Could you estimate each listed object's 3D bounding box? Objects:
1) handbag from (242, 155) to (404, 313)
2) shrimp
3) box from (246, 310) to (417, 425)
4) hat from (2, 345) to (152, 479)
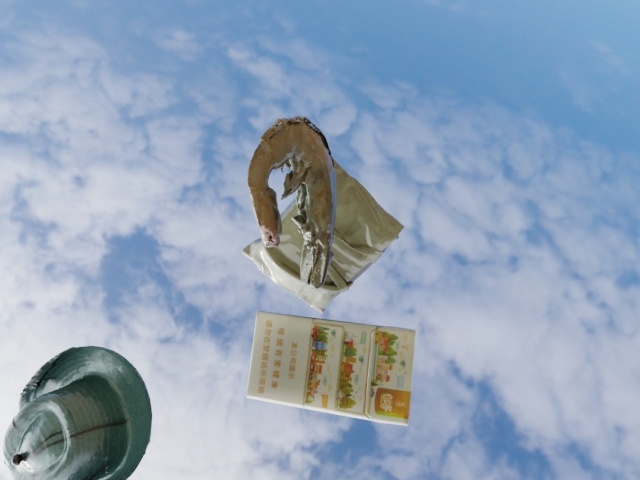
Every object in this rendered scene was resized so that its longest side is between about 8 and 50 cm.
[{"bbox_3d":[0.005,0.000,1.168,0.253,0.316,0.109,41,-167,-6],"label":"handbag"},{"bbox_3d":[-0.036,-0.052,0.730,0.058,0.254,0.173,5,-174,40],"label":"shrimp"},{"bbox_3d":[0.013,0.167,0.678,0.220,0.032,0.122,4,-98,16],"label":"box"},{"bbox_3d":[-0.243,0.186,0.471,0.138,0.191,0.078,57,-157,17],"label":"hat"}]
